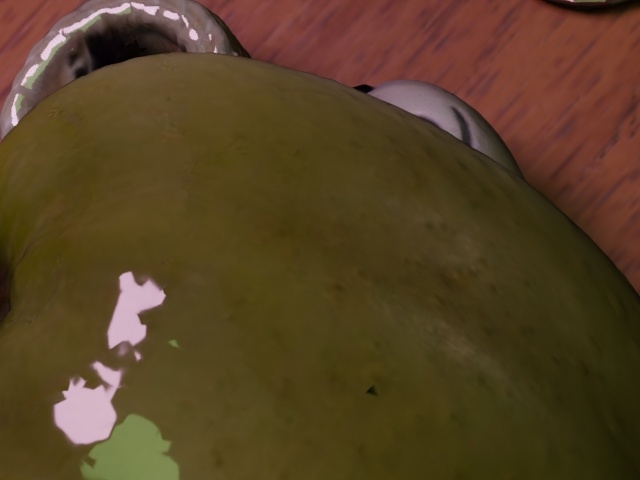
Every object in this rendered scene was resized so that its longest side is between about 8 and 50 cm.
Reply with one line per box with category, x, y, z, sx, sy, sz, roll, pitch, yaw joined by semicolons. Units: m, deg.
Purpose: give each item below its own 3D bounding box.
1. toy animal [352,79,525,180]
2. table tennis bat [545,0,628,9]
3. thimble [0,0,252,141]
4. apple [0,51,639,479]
toy animal;0.000;0.000;0.798;0.179;0.138;0.166;-35;33;-4
table tennis bat;0.151;-0.155;0.858;0.138;0.022;0.246;-40;70;4
thimble;-0.085;-0.059;0.858;0.102;0.090;0.115;41;89;19
apple;-0.033;0.133;0.695;0.311;0.360;0.320;-19;35;44
